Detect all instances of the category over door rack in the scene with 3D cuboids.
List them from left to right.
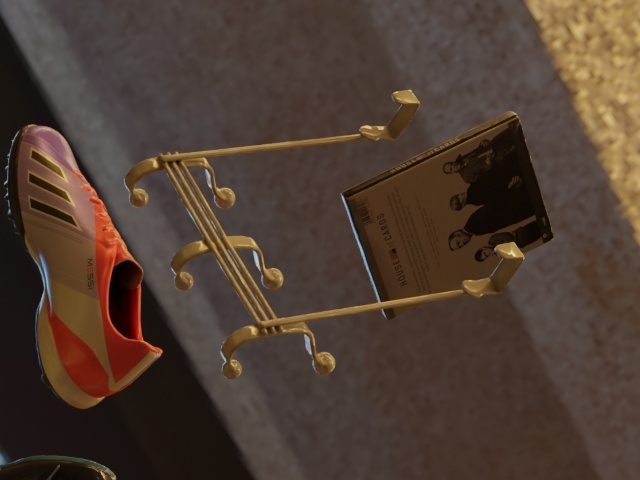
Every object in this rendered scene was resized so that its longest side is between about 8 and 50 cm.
[{"bbox_3d":[0.000,0.000,1.788,0.239,0.324,0.108,58,-31,29],"label":"over door rack"}]

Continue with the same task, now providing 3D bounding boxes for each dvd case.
[{"bbox_3d":[0.158,-0.029,2.237,0.029,0.238,0.179,44,-24,61],"label":"dvd case"}]

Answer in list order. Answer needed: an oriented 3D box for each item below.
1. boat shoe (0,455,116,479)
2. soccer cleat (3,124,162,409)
[{"bbox_3d":[-0.354,0.315,2.119,0.258,0.089,0.109,-14,-44,23],"label":"boat shoe"},{"bbox_3d":[-0.235,0.010,1.848,0.108,0.116,0.318,32,37,-53],"label":"soccer cleat"}]
